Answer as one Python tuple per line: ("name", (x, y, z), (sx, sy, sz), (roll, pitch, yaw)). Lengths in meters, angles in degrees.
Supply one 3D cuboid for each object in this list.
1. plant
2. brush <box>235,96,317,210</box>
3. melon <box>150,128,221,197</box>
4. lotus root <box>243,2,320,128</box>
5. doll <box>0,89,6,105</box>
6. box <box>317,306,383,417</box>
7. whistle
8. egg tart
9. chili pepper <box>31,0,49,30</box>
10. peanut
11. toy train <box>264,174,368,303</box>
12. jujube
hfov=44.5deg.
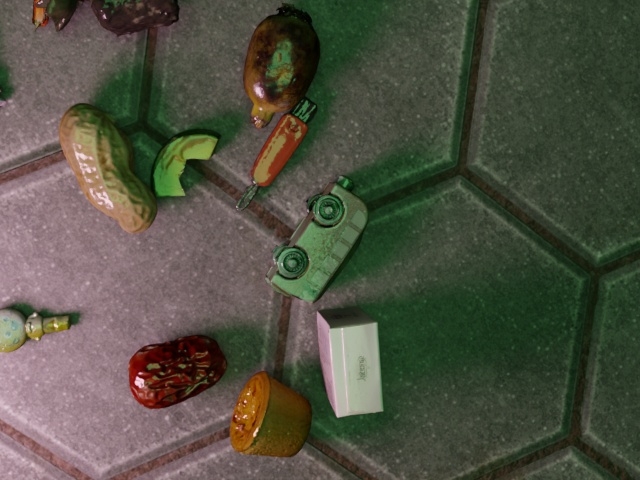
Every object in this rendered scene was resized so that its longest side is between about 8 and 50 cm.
("plant", (-0.477, -0.568, 1.747), (0.312, 0.215, 0.213), (-5, 97, -5))
("brush", (-0.113, -0.209, 1.901), (0.070, 0.051, 0.323), (36, 85, -15))
("melon", (-0.331, -0.186, 1.865), (0.118, 0.064, 0.209), (28, 91, -13))
("lotus root", (-0.093, -0.413, 1.843), (0.169, 0.141, 0.314), (16, 92, -4))
("doll", (-0.795, -0.374, 1.787), (0.094, 0.079, 0.180), (-29, 111, 18))
("box", (0.066, 0.275, 1.836), (0.116, 0.274, 0.203), (-6, 93, -6))
("whistle", (-0.692, 0.204, 1.844), (0.198, 0.057, 0.104), (-7, 89, -15))
("egg tart", (-0.112, 0.424, 1.871), (0.147, 0.202, 0.202), (21, 90, -21))
("chili pepper", (-0.639, -0.570, 1.813), (0.045, 0.027, 0.178), (9, 93, 31))
("peanut", (-0.489, -0.164, 1.807), (0.153, 0.140, 0.325), (-35, 99, -21))
("toy train", (0.000, 0.000, 1.887), (0.159, 0.129, 0.326), (34, 88, -14))
("jujube", (-0.339, 0.303, 1.848), (0.230, 0.155, 0.155), (-21, 96, -13))
